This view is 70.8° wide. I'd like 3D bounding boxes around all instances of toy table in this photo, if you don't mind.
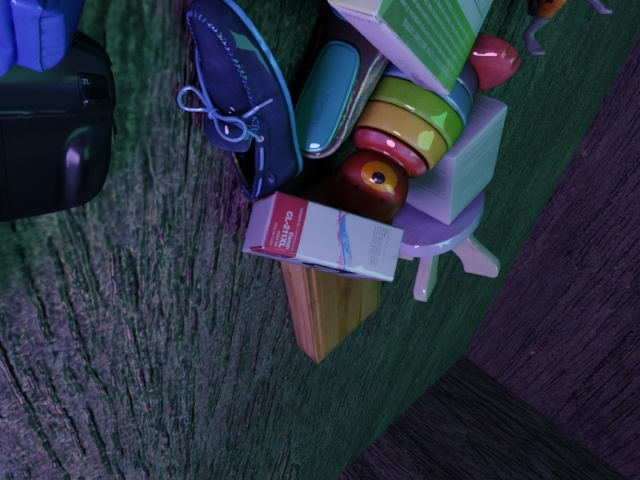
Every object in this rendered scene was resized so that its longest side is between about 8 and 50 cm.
[{"bbox_3d":[0.245,-0.010,0.948,0.274,0.252,0.161,-40,133,-31],"label":"toy table"}]

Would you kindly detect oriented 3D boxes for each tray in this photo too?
[{"bbox_3d":[0.033,0.058,0.861,0.202,0.076,0.411,-38,146,-25],"label":"tray"}]

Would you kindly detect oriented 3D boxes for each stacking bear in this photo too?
[{"bbox_3d":[0.118,-0.157,0.646,0.289,0.175,0.164,-60,-174,-3],"label":"stacking bear"}]

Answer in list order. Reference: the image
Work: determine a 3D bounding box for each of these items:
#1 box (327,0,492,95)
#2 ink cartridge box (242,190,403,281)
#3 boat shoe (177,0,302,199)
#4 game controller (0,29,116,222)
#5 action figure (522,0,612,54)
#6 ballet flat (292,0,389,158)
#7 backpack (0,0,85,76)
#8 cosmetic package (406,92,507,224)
[{"bbox_3d":[0.139,-0.328,0.425,0.232,0.058,0.322,1,114,-60],"label":"box"},{"bbox_3d":[0.000,0.000,0.591,0.174,0.127,0.073,15,82,-19],"label":"ink cartridge box"},{"bbox_3d":[-0.080,-0.125,0.484,0.089,0.109,0.258,-41,146,-13],"label":"boat shoe"},{"bbox_3d":[-0.297,-0.066,0.300,0.319,0.067,0.167,-19,150,-44],"label":"game controller"},{"bbox_3d":[0.403,-0.506,0.776,0.341,0.179,0.330,-22,139,0],"label":"action figure"},{"bbox_3d":[0.049,-0.252,0.561,0.316,0.107,0.106,-59,170,20],"label":"ballet flat"},{"bbox_3d":[-0.190,-0.168,0.260,0.101,0.120,0.098,14,156,-32],"label":"backpack"},{"bbox_3d":[0.220,-0.160,0.819,0.151,0.151,0.184,-44,150,-17],"label":"cosmetic package"}]
